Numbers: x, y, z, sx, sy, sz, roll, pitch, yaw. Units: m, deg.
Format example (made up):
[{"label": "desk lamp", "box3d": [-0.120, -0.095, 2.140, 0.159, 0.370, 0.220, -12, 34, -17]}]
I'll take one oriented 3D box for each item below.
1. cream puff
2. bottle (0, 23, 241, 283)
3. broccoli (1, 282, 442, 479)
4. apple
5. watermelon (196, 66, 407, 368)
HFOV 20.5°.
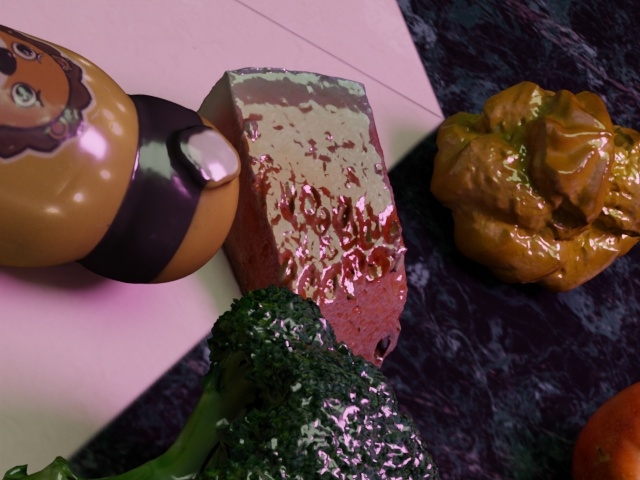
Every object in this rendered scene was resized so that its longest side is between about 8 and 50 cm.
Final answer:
[{"label": "cream puff", "box3d": [0.217, -0.053, 1.638, 0.221, 0.195, 0.195, 14, 47, -28]}, {"label": "bottle", "box3d": [-0.221, -0.069, 1.274, 0.351, 0.171, 0.172, 16, 46, -30]}, {"label": "broccoli", "box3d": [-0.061, 0.173, 1.159, 0.297, 0.298, 0.298, 3, 48, -5]}, {"label": "apple", "box3d": [0.288, 0.195, 1.484, 0.163, 0.163, 0.139, 48, 2, 5]}, {"label": "watermelon", "box3d": [0.000, 0.000, 1.465, 0.192, 0.140, 0.257, 6, 59, -27]}]
